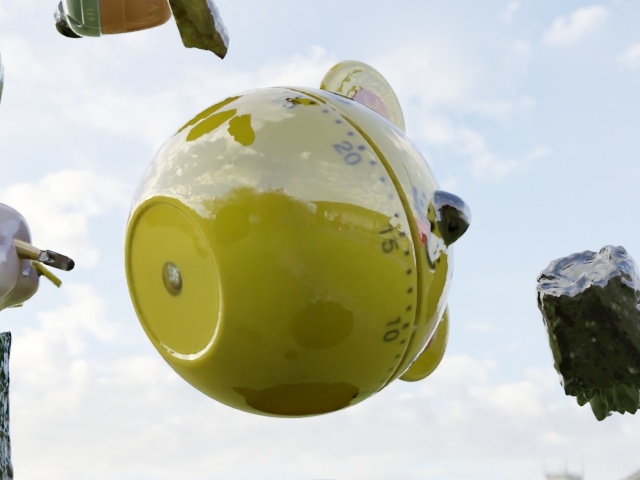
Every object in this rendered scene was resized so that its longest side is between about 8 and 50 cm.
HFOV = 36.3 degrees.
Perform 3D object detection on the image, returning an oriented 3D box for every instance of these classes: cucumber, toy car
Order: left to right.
[{"bbox_3d":[-0.281,0.164,0.797,0.058,0.187,0.058,-6,-16,-2],"label":"cucumber"},{"bbox_3d":[-0.292,-0.428,1.440,0.212,0.270,0.180,-2,-34,-12],"label":"toy car"}]

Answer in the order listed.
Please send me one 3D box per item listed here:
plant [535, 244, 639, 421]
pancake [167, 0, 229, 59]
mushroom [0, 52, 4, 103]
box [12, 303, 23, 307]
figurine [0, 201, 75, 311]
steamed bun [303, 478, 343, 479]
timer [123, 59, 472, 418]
[{"bbox_3d":[0.325,0.108,1.093,0.132,0.129,0.194,-16,-66,30],"label":"plant"},{"bbox_3d":[-0.156,-0.348,0.912,0.054,0.376,0.197,-16,5,-6],"label":"pancake"},{"bbox_3d":[-0.335,-0.152,0.564,0.344,0.130,0.247,35,-44,-27],"label":"mushroom"},{"bbox_3d":[-0.604,0.011,1.575,0.193,0.084,0.301,-5,-33,-7],"label":"box"},{"bbox_3d":[-0.325,0.011,0.878,0.229,0.112,0.137,14,-32,46],"label":"figurine"},{"bbox_3d":[-0.011,0.390,1.031,0.309,0.309,0.309,2,-21,1],"label":"steamed bun"},{"bbox_3d":[0.000,0.000,1.025,0.387,0.376,0.376,-16,-4,-44],"label":"timer"}]
